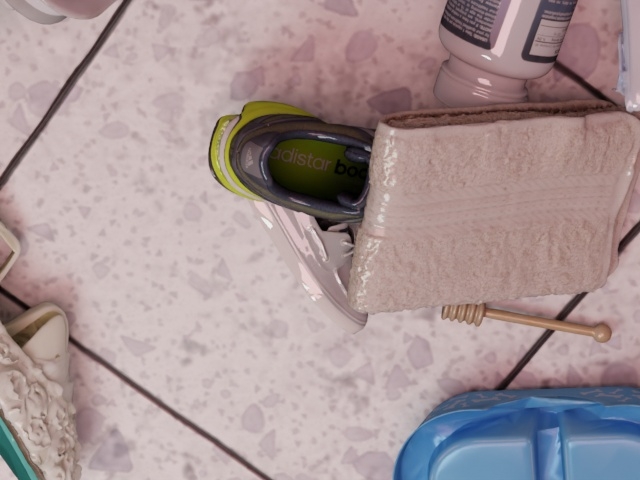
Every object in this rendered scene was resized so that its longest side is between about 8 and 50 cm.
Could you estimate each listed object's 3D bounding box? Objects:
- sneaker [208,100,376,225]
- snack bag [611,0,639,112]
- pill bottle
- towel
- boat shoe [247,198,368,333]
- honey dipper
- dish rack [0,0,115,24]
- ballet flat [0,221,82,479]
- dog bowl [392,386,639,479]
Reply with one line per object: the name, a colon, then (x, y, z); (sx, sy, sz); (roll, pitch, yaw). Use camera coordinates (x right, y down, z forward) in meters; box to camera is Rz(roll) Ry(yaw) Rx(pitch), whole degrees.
sneaker: (0.055, -0.049, 1.627); (0.299, 0.121, 0.111); (6, 100, -14)
snack bag: (0.402, -0.281, 1.527); (0.342, 0.037, 0.323); (-5, 89, 11)
pill bottle: (0.162, -0.198, 1.597); (0.108, 0.108, 0.180); (18, 110, -1)
towel: (0.158, -0.029, 1.607); (0.282, 0.049, 0.187); (-6, 120, -28)
boat shoe: (0.000, 0.000, 1.710); (0.063, 0.066, 0.184); (-31, 94, 16)
honey dipper: (0.194, 0.075, 1.730); (0.160, 0.030, 0.030); (11, 110, 0)
dish rack: (-0.268, -0.335, 1.515); (0.072, 0.285, 0.333); (-32, 104, 35)
ballet flat: (-0.318, 0.065, 1.730); (0.147, 0.147, 0.409); (-30, 105, 14)
dog bowl: (0.219, 0.217, 1.746); (0.297, 0.074, 0.166); (-3, 110, 10)
